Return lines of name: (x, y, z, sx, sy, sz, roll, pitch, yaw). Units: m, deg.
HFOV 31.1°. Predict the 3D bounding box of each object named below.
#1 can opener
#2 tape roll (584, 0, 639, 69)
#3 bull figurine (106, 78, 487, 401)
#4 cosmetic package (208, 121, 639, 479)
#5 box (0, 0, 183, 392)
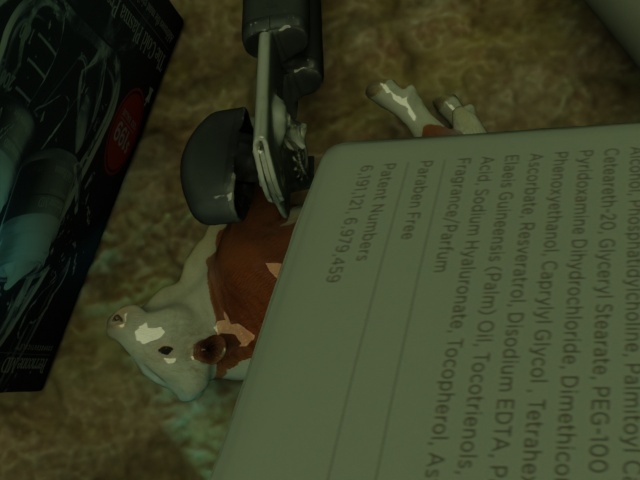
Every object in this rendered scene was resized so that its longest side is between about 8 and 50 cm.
can opener: (-0.049, -0.131, 0.789, 0.095, 0.076, 0.283, -10, 50, 9)
tape roll: (0.289, -0.205, 0.737, 0.246, 0.246, 0.169, -37, 80, 1)
bull figurine: (0.000, 0.000, 0.814, 0.311, 0.101, 0.188, -11, 76, 0)
cosmetic package: (0.188, 0.158, 0.567, 0.394, 0.329, 0.327, -3, 40, 19)
box: (-0.253, -0.075, 0.731, 0.179, 0.343, 0.312, 20, 86, 8)
